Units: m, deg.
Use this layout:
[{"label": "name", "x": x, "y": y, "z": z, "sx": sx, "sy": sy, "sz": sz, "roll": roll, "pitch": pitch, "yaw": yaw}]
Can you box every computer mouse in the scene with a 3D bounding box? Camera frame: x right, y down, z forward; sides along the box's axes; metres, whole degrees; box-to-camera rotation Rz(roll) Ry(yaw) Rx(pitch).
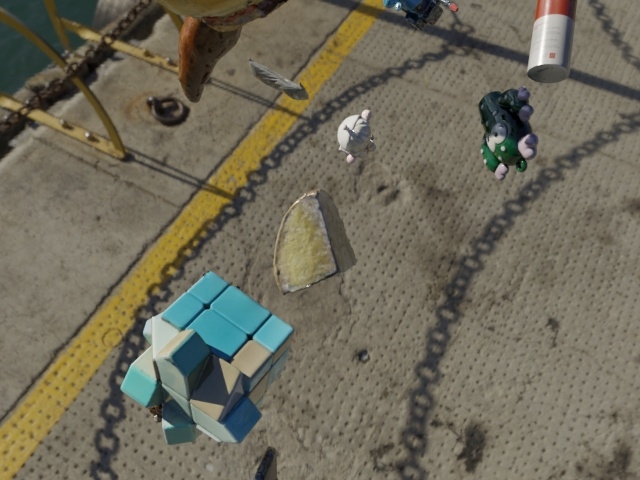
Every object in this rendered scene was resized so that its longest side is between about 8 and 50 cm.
[{"label": "computer mouse", "x": -0.128, "y": 0.571, "z": 1.245, "sx": 0.087, "sy": 0.168, "sz": 0.296, "roll": 20, "pitch": 94, "yaw": 4}]

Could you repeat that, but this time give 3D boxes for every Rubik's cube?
[{"label": "Rubik's cube", "x": -0.188, "y": 0.193, "z": 0.970, "sx": 0.265, "sy": 0.224, "sz": 0.213, "roll": 32, "pitch": 51, "yaw": 15}]

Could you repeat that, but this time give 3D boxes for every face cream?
[{"label": "face cream", "x": 0.562, "y": -0.499, "z": 1.476, "sx": 0.095, "sy": 0.096, "sz": 0.214, "roll": 10, "pitch": 79, "yaw": 5}]

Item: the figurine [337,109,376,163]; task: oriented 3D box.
[{"label": "figurine", "x": 0.128, "y": -0.381, "z": 2.190, "sx": 0.182, "sy": 0.257, "sz": 0.144, "roll": -44, "pitch": 84, "yaw": 0}]

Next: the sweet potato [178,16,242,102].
[{"label": "sweet potato", "x": -0.212, "y": -0.410, "z": 1.186, "sx": 0.112, "sy": 0.359, "sz": 0.112, "roll": 16, "pitch": 58, "yaw": -27}]

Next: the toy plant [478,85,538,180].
[{"label": "toy plant", "x": 0.505, "y": -0.290, "z": 1.649, "sx": 0.112, "sy": 0.232, "sz": 0.244, "roll": -10, "pitch": 90, "yaw": -15}]

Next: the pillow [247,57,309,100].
[{"label": "pillow", "x": -0.159, "y": -0.600, "z": 2.327, "sx": 0.254, "sy": 0.169, "sz": 0.059, "roll": 29, "pitch": 94, "yaw": 7}]

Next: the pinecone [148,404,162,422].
[{"label": "pinecone", "x": -0.267, "y": 0.262, "z": 1.154, "sx": 0.173, "sy": 0.174, "sz": 0.174, "roll": 1, "pitch": 56, "yaw": -1}]

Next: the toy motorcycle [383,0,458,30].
[{"label": "toy motorcycle", "x": 0.214, "y": -0.603, "z": 1.486, "sx": 0.182, "sy": 0.272, "sz": 0.124, "roll": 46, "pitch": 110, "yaw": 34}]

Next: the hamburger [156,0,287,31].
[{"label": "hamburger", "x": -0.130, "y": -0.405, "z": 0.803, "sx": 0.244, "sy": 0.163, "sz": 0.245, "roll": 0, "pitch": 91, "yaw": 14}]

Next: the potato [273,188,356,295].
[{"label": "potato", "x": -0.034, "y": -0.003, "z": 1.724, "sx": 0.189, "sy": 0.211, "sz": 0.265, "roll": -13, "pitch": 98, "yaw": 19}]
